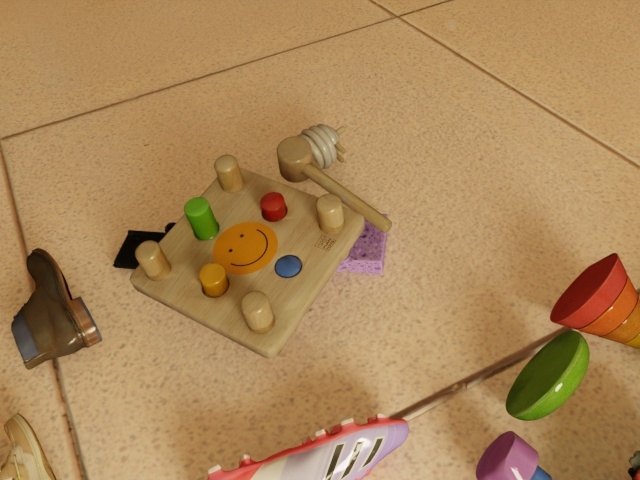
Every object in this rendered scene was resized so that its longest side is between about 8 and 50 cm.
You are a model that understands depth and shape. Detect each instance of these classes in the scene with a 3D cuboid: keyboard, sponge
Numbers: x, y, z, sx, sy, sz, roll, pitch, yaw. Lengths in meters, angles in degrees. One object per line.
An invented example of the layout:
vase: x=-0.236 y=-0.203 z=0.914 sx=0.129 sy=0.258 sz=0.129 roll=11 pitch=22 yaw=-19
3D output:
keyboard: x=-0.239 y=0.012 z=1.064 sx=0.180 sy=0.023 sz=0.108 roll=4 pitch=50 yaw=11
sponge: x=0.000 y=0.000 z=1.039 sx=0.210 sy=0.031 sz=0.117 roll=2 pitch=44 yaw=9

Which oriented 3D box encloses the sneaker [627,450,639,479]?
sneaker: x=0.335 y=0.296 z=0.621 sx=0.135 sy=0.097 sz=0.276 roll=26 pitch=53 yaw=31

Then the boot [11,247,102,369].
boot: x=-0.416 y=0.094 z=0.951 sx=0.106 sy=0.082 sz=0.219 roll=-29 pitch=48 yaw=-26

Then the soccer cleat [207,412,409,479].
soccer cleat: x=-0.010 y=0.266 z=0.727 sx=0.248 sy=0.083 sz=0.095 roll=-14 pitch=72 yaw=-15

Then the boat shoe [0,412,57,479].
boat shoe: x=-0.346 y=0.274 z=0.757 sx=0.059 sy=0.063 sz=0.170 roll=-25 pitch=46 yaw=-27

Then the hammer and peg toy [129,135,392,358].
hammer and peg toy: x=-0.070 y=-0.022 z=0.953 sx=0.266 sy=0.127 sz=0.361 roll=23 pitch=60 yaw=24

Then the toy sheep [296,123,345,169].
toy sheep: x=-0.004 y=-0.168 z=1.186 sx=0.132 sy=0.091 sz=0.091 roll=-35 pitch=49 yaw=-21

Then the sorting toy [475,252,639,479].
sorting toy: x=0.319 y=0.176 z=0.778 sx=0.126 sy=0.127 sz=0.365 roll=39 pitch=57 yaw=3
